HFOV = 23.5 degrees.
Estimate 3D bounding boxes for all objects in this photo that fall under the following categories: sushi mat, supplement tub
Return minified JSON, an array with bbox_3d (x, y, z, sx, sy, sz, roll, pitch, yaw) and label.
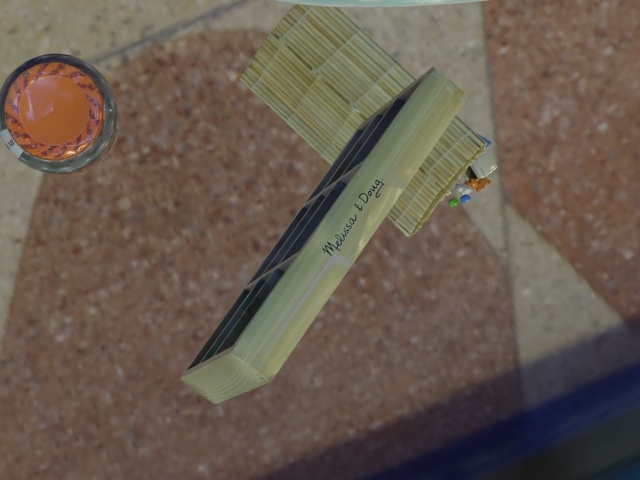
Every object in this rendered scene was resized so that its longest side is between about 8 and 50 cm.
[{"bbox_3d":[0.048,-0.163,1.909,0.151,0.316,0.019,-50,161,12],"label":"sushi mat"},{"bbox_3d":[-0.258,-0.123,1.521,0.117,0.117,0.190,-25,-176,-4],"label":"supplement tub"}]

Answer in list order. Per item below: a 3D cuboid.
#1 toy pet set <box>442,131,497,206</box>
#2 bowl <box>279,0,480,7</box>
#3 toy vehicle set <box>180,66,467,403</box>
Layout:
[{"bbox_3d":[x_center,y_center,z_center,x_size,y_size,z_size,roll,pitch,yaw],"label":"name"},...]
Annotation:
[{"bbox_3d":[0.189,-0.099,2.117,0.114,0.065,0.122,-37,-170,-26],"label":"toy pet set"},{"bbox_3d":[0.092,-0.242,0.884,0.311,0.163,0.311,-5,177,0],"label":"bowl"},{"bbox_3d":[0.000,0.000,1.155,0.267,0.035,0.166,-55,-172,-20],"label":"toy vehicle set"}]
